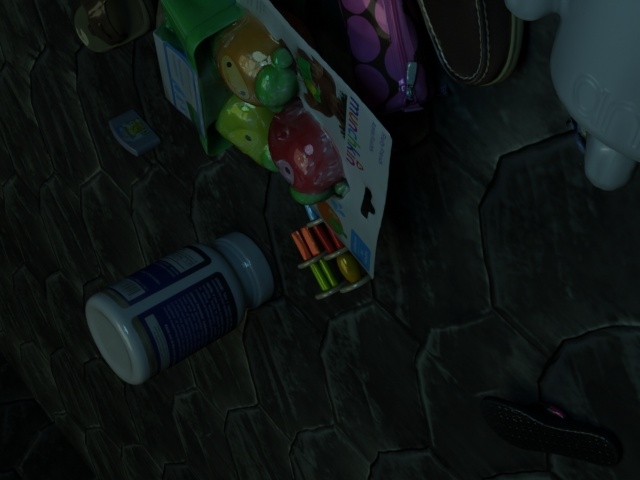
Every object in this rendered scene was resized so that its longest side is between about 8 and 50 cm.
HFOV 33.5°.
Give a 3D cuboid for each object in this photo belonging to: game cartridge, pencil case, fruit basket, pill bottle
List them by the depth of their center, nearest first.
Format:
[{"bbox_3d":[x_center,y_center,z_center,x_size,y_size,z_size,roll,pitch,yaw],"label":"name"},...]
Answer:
[{"bbox_3d":[0.065,-0.237,1.110,0.098,0.095,0.209,-102,-6,-66],"label":"pencil case"},{"bbox_3d":[-0.049,-0.143,1.221,0.353,0.165,0.327,55,164,22],"label":"fruit basket"},{"bbox_3d":[-0.211,0.096,1.629,0.153,0.265,0.153,38,143,35],"label":"pill bottle"},{"bbox_3d":[-0.308,-0.176,1.743,0.083,0.056,0.017,47,155,20],"label":"game cartridge"}]

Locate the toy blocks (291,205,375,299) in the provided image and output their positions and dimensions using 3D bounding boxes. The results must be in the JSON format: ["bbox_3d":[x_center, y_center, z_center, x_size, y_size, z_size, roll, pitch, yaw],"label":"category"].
[{"bbox_3d":[0.000,0.000,1.443,0.123,0.054,0.148,-19,100,59],"label":"toy blocks"}]

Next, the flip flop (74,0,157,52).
[{"bbox_3d":[-0.326,-0.343,1.602,0.277,0.080,0.112,-12,106,58],"label":"flip flop"}]

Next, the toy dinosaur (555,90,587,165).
[{"bbox_3d":[0.244,-0.109,1.008,0.090,0.047,0.082,106,146,-64],"label":"toy dinosaur"}]

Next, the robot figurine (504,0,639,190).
[{"bbox_3d":[0.279,-0.185,0.729,0.300,0.199,0.353,10,135,4],"label":"robot figurine"}]

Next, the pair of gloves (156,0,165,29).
[{"bbox_3d":[-0.180,-0.328,1.371,0.240,0.042,0.204,105,157,-46],"label":"pair of gloves"}]

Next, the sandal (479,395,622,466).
[{"bbox_3d":[0.273,0.220,1.255,0.179,0.040,0.067,12,133,34],"label":"sandal"}]

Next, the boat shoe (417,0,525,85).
[{"bbox_3d":[0.093,-0.294,0.984,0.123,0.123,0.342,16,129,50],"label":"boat shoe"}]
